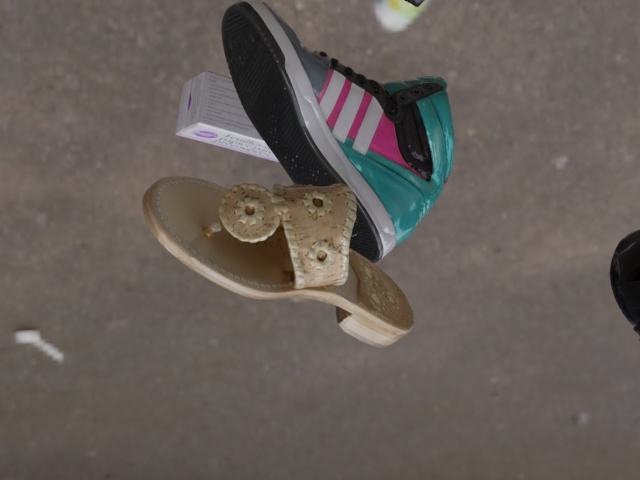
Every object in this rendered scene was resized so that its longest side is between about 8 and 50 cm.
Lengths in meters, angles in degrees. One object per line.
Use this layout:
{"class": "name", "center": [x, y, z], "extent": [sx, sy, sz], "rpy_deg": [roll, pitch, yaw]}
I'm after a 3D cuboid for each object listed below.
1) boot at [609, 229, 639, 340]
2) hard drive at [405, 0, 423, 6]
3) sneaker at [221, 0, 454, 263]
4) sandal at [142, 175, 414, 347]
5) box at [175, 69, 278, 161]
{"class": "boot", "center": [0.450, 0.129, 1.714], "extent": [0.445, 0.367, 0.146], "rpy_deg": [35, 98, -37]}
{"class": "hard drive", "center": [0.063, -0.202, 0.814], "extent": [0.135, 0.022, 0.094], "rpy_deg": [-57, 146, 5]}
{"class": "sneaker", "center": [0.039, -0.143, 1.552], "extent": [0.178, 0.296, 0.124], "rpy_deg": [-34, -174, -30]}
{"class": "sandal", "center": [-0.002, -0.005, 0.948], "extent": [0.079, 0.088, 0.240], "rpy_deg": [-38, 139, 23]}
{"class": "box", "center": [-0.005, -0.117, 1.723], "extent": [0.324, 0.067, 0.063], "rpy_deg": [13, 166, -28]}
